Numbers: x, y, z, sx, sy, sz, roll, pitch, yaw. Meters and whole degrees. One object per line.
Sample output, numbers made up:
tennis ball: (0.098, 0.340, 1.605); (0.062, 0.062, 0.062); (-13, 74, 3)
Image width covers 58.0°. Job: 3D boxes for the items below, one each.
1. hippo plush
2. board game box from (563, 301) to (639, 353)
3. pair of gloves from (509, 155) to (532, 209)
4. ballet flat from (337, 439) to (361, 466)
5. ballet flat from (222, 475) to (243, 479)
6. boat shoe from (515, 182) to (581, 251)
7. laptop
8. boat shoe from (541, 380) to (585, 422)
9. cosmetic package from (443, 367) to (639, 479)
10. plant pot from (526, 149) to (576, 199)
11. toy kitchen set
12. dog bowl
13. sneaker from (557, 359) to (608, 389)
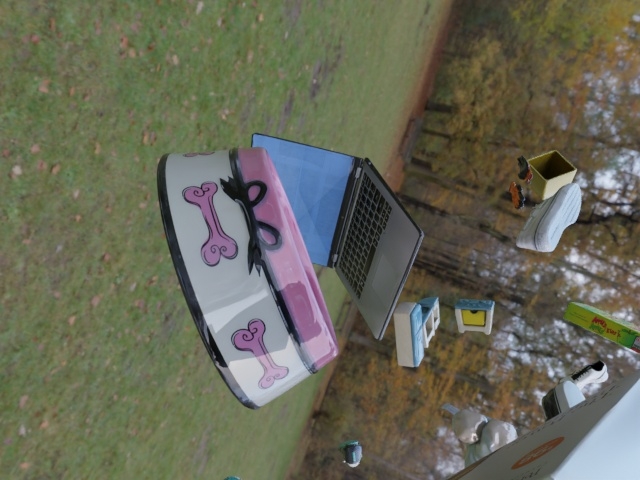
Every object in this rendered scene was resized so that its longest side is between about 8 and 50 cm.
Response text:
hippo plush: (0.362, 0.520, 1.305); (0.294, 0.234, 0.237); (4, -108, 51)
board game box: (0.659, 0.197, 1.306); (0.092, 0.181, 0.043); (11, 102, -42)
pair of gloves: (0.339, -0.098, 0.981); (0.074, 0.010, 0.083); (-85, 180, -55)
ballet flat: (0.089, 0.624, 1.687); (0.203, 0.074, 0.074); (90, 20, -73)
ballet flat: (-0.130, 0.584, 1.145); (0.091, 0.241, 0.077); (-27, 146, -26)
boat shoe: (0.473, -0.056, 1.200); (0.226, 0.075, 0.083); (-37, 119, -41)
laptop: (0.000, 0.000, 1.384); (0.408, 0.236, 0.382); (59, -29, 36)
boat shoe: (0.413, 0.337, 0.944); (0.070, 0.077, 0.219); (-49, -162, 35)
cosmetic package: (0.143, 0.273, 0.530); (0.284, 0.097, 0.377); (-9, 149, -50)
plant pot: (0.524, -0.143, 1.330); (0.083, 0.081, 0.082); (79, -11, -48)
toy kitchen set: (0.265, 0.166, 1.212); (0.207, 0.166, 0.122); (-39, 126, -58)
dog bowl: (-0.095, 0.038, 0.887); (0.408, 0.150, 0.408); (-19, 90, -90)
sneaker: (0.530, 0.274, 1.171); (0.040, 0.109, 0.044); (-121, -167, -55)
